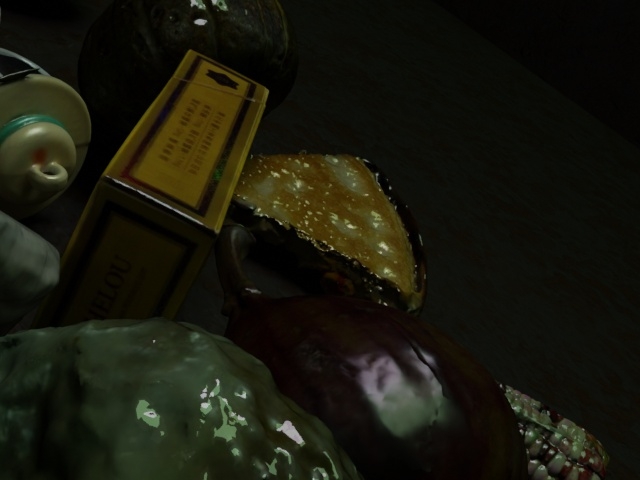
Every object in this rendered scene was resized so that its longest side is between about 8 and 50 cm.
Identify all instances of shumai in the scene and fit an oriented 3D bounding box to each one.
[{"bbox_3d":[-0.108,0.153,0.435,0.261,0.225,0.222,54,29,14],"label":"shumai"}]

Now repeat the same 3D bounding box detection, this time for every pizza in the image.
[{"bbox_3d":[0.000,0.000,1.051,0.287,0.074,0.251,-2,40,-38],"label":"pizza"}]

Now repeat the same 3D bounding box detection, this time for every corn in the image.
[{"bbox_3d":[0.115,0.152,0.875,0.280,0.092,0.092,27,23,6],"label":"corn"}]

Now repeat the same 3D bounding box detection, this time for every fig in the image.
[{"bbox_3d":[-0.017,0.103,0.666,0.216,0.217,0.321,10,30,-39],"label":"fig"}]

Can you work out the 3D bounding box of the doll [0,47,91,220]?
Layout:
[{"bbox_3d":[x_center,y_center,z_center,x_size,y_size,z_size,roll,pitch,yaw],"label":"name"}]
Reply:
[{"bbox_3d":[-0.295,-0.137,0.899,0.208,0.144,0.271,16,30,-9],"label":"doll"}]

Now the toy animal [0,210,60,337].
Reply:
[{"bbox_3d":[-0.300,0.019,0.613,0.307,0.188,0.266,22,1,10],"label":"toy animal"}]

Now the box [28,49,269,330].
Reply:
[{"bbox_3d":[-0.128,-0.009,0.771,0.084,0.193,0.301,27,24,-9],"label":"box"}]

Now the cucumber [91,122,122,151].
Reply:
[{"bbox_3d":[-0.166,-0.100,1.086,0.250,0.056,0.056,21,25,-23],"label":"cucumber"}]

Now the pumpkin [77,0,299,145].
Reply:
[{"bbox_3d":[-0.120,-0.157,0.975,0.219,0.219,0.162,-8,70,-55],"label":"pumpkin"}]
